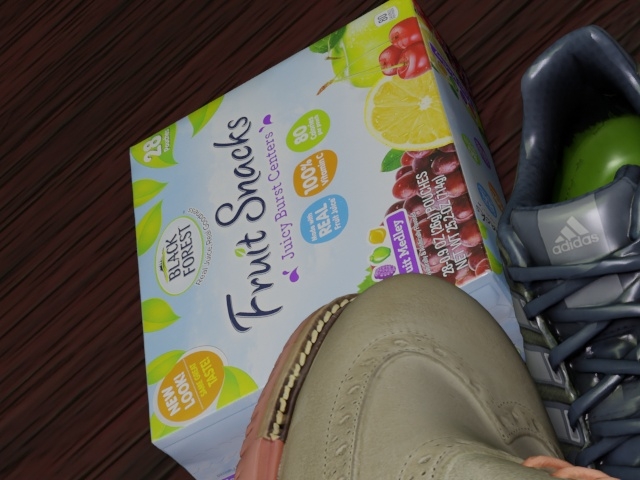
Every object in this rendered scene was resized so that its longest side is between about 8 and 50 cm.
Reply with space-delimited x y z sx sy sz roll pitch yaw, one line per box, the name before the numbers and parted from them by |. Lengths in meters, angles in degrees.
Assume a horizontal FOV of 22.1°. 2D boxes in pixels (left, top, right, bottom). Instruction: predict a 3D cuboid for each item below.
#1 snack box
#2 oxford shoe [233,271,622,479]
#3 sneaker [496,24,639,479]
snack box | 0.000 0.000 0.786 0.174 0.070 0.207 -27 40 16
oxford shoe | 0.072 0.115 0.430 0.146 0.140 0.397 -49 27 22
sneaker | 0.112 0.044 0.614 0.111 0.121 0.300 -23 43 22
